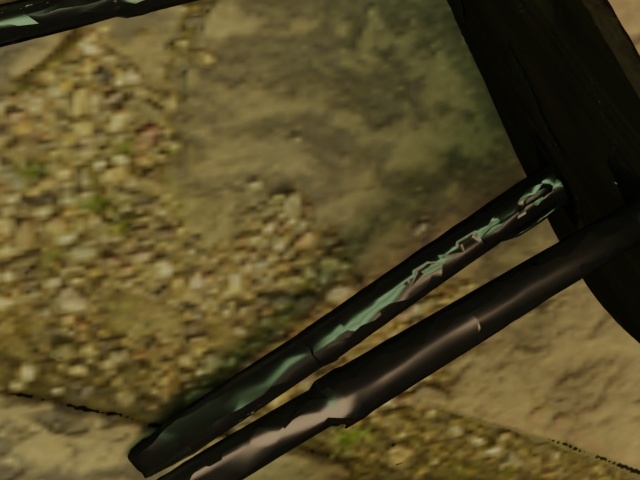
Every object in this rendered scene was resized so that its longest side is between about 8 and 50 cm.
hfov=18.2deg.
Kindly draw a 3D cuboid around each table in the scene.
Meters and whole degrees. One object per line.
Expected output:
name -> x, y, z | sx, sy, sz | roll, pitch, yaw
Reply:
table -> 0.000, 0.000, 0.863 | 0.249, 0.317, 0.317 | -27, 118, -3
